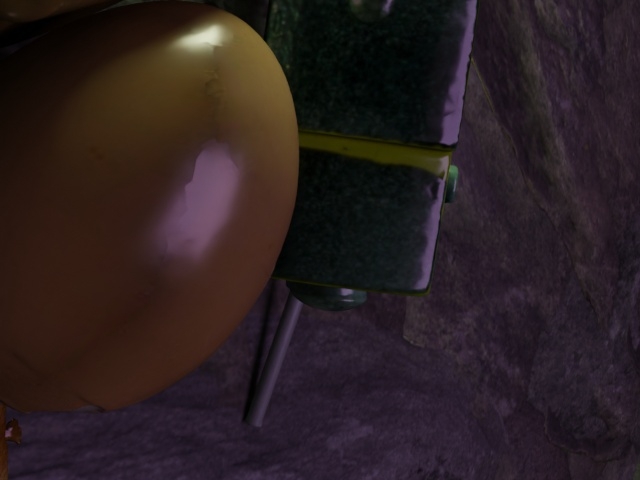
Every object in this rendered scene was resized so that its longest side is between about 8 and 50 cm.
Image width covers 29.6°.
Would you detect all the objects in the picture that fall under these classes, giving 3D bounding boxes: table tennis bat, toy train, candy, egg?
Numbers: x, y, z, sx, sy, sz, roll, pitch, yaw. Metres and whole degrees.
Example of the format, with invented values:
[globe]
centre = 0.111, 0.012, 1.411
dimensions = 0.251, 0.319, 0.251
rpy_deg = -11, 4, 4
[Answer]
[table tennis bat]
centre = -0.116, -0.146, 0.647
dimensions = 0.321, 0.198, 0.050
rpy_deg = -67, 134, -77
[toy train]
centre = 0.033, -0.159, 0.852
dimensions = 0.272, 0.179, 0.441
rpy_deg = -90, -172, -85
[candy]
centre = 0.000, 0.000, 1.072
dimensions = 0.124, 0.124, 0.365
rpy_deg = 0, 112, -60
[egg]
centre = -0.115, -0.024, 0.681
dimensions = 0.244, 0.201, 0.201
rpy_deg = -50, 153, 11

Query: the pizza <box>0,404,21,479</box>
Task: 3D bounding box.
[pizza]
centre = -0.234, 0.147, 0.734
dimensions = 0.194, 0.069, 0.154
rpy_deg = 94, 10, -63
